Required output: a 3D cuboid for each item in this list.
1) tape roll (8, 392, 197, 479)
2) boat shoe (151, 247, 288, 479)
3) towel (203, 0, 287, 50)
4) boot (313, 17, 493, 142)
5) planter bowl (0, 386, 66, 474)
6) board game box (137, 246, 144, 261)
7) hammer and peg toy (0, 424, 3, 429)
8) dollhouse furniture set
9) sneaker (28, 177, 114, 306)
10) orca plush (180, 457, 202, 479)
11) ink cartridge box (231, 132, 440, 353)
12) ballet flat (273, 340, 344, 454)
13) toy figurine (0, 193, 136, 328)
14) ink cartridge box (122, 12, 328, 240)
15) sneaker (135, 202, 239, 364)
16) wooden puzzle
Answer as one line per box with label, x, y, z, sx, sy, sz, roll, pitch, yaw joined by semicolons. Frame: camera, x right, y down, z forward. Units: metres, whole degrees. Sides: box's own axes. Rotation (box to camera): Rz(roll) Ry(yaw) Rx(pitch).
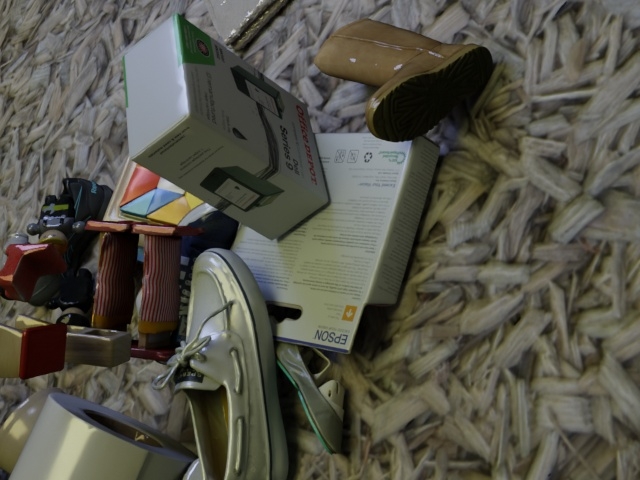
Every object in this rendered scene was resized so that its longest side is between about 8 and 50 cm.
tape roll;-0.327;0.352;1.826;0.246;0.246;0.169;22;86;49
boat shoe;-0.160;0.187;1.738;0.136;0.156;0.367;-23;72;47
towel;-0.092;-0.480;2.181;0.282;0.049;0.187;-42;47;21
boot;0.083;-0.237;1.790;0.236;0.089;0.269;-29;33;-29
planter bowl;-0.445;0.340;2.036;0.109;0.162;0.162;34;95;22
board game box;-0.275;-0.023;2.093;0.168;0.033;0.133;13;80;9
hammer and peg toy;-0.630;0.408;2.119;0.361;0.127;0.266;-80;13;-52
dollhouse furniture set;-0.306;0.077;1.718;0.152;0.374;0.201;5;93;17
sneaker;-0.491;-0.002;2.287;0.101;0.106;0.267;38;99;47
orca plush;-0.140;0.451;1.732;0.151;0.102;0.287;-19;54;-18
ink cartridge box;0.000;0.000;1.813;0.324;0.071;0.330;6;75;48
ballet flat;-0.005;0.202;1.715;0.068;0.072;0.213;-34;47;1
toy figurine;-0.439;0.049;2.125;0.213;0.209;0.148;-36;37;29
ink cartridge box;-0.136;-0.159;1.772;0.121;0.289;0.211;-34;48;26
sneaker;-0.198;0.076;1.933;0.282;0.099;0.153;-53;37;33
wooden puzzle;-0.236;-0.097;2.051;0.221;0.044;0.239;14;81;17
